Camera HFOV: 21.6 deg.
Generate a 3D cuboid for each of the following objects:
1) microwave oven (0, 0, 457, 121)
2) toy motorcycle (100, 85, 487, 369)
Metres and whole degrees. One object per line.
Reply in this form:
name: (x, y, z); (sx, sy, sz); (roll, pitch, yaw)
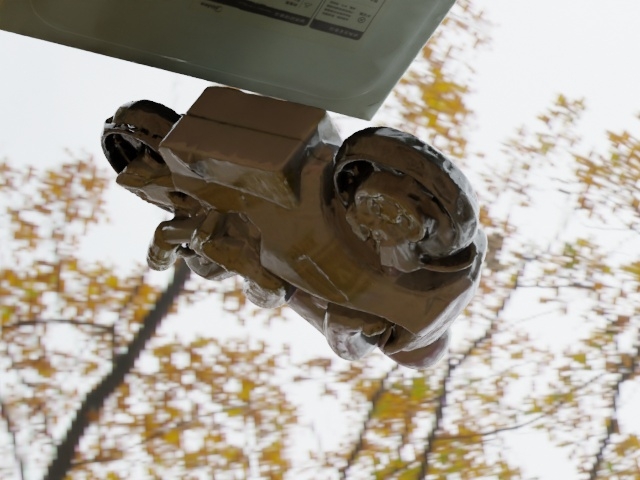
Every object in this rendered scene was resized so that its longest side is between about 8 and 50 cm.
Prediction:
microwave oven: (-0.042, -0.165, 0.803); (0.162, 0.208, 0.122); (-52, -144, 41)
toy motorcycle: (0.000, 0.000, 0.753); (0.225, 0.152, 0.073); (9, -127, 46)
